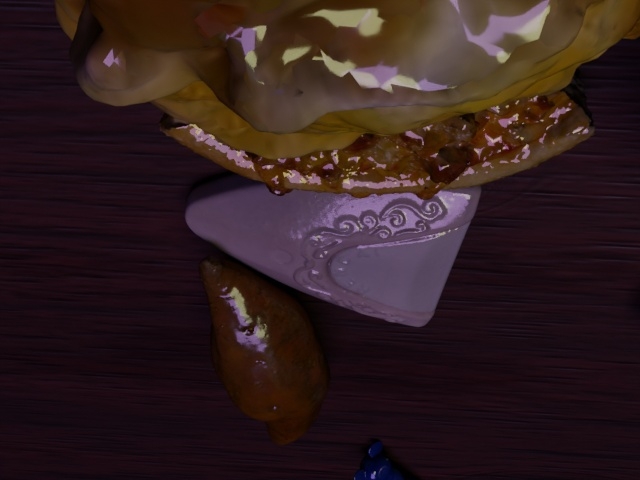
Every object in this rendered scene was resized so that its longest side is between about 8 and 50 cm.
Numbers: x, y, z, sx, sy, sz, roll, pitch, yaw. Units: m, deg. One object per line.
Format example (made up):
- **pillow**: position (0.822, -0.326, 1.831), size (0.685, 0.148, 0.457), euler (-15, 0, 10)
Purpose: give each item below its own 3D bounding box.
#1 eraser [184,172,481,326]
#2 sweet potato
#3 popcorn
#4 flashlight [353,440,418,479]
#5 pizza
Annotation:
- **eraser**: position (0.000, 0.001, 1.092), size (0.243, 0.059, 0.204), euler (9, 142, -3)
- **sweet potato**: position (-0.047, 0.120, 1.213), size (0.112, 0.112, 0.359), euler (-5, 144, 14)
- **popcorn**: position (0.002, -0.217, 0.613), size (0.344, 0.354, 0.390), euler (-23, -179, 3)
- **flashlight**: position (0.080, 0.275, 1.454), size (0.035, 0.057, 0.121), euler (20, 168, 46)
- **pizza**: position (0.037, -0.112, 0.926), size (0.335, 0.086, 0.226), euler (2, 143, 7)
